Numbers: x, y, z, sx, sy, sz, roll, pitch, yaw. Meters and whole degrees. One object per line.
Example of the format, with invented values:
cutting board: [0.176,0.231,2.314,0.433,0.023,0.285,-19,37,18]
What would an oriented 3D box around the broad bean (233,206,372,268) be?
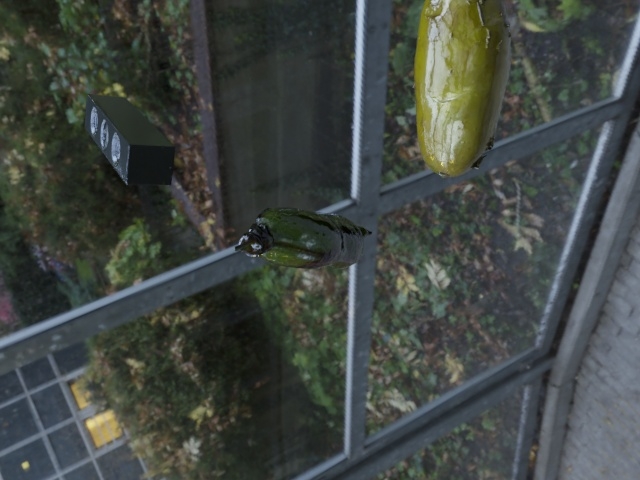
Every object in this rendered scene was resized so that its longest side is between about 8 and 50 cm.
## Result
broad bean: [0.000,0.000,0.728,0.077,0.339,0.061,23,96,19]

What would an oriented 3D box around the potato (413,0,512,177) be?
potato: [0.208,-0.247,0.971,0.140,0.173,0.301,6,111,18]

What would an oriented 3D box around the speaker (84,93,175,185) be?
speaker: [-0.198,-0.107,0.670,0.191,0.046,0.040,40,125,51]
